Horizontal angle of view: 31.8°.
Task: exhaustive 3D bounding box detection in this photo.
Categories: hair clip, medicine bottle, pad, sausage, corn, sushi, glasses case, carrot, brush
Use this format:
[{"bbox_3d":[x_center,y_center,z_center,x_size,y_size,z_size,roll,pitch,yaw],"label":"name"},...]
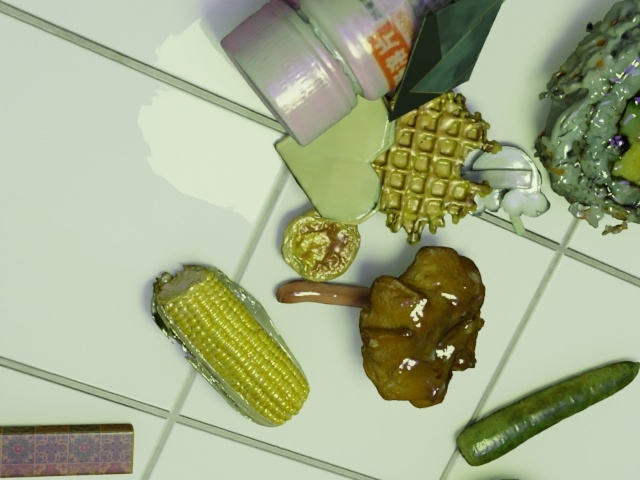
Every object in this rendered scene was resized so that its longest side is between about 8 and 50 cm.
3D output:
[{"bbox_3d":[0.286,-0.095,1.801,0.172,0.049,0.116,-1,101,-11],"label":"hair clip"},{"bbox_3d":[0.066,-0.323,1.589,0.388,0.219,0.219,-38,112,-2],"label":"medicine bottle"},{"bbox_3d":[0.181,-0.267,1.587,0.163,0.243,0.004,-30,70,-23],"label":"pad"},{"bbox_3d":[0.020,0.088,1.801,0.186,0.043,0.043,7,105,-17],"label":"sausage"},{"bbox_3d":[-0.139,0.164,1.751,0.123,0.122,0.305,-27,112,25],"label":"corn"},{"bbox_3d":[0.521,-0.194,1.773,0.417,0.176,0.417,-7,115,-16],"label":"sushi"},{"bbox_3d":[-0.405,0.328,1.761,0.218,0.049,0.075,1,100,-15],"label":"glasses case"},{"bbox_3d":[0.400,0.290,1.946,0.358,0.074,0.074,-25,111,-7],"label":"carrot"},{"bbox_3d":[0.316,-0.046,1.848,0.016,0.013,0.083,-29,109,-7],"label":"brush"}]

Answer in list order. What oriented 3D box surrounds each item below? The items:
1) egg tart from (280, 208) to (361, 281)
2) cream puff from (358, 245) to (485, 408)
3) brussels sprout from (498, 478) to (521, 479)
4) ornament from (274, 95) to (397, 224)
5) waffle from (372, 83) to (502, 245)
[{"bbox_3d":[0.000,0.000,1.761,0.130,0.052,0.130,-4,109,-12],"label":"egg tart"},{"bbox_3d":[0.158,0.143,1.776,0.241,0.155,0.269,-20,118,-34],"label":"cream puff"},{"bbox_3d":[0.316,0.543,1.928,0.259,0.227,0.294,-54,136,-2],"label":"brussels sprout"},{"bbox_3d":[0.016,-0.132,1.701,0.180,0.059,0.201,11,90,14],"label":"ornament"},{"bbox_3d":[0.158,-0.128,1.733,0.228,0.051,0.231,-36,92,4],"label":"waffle"}]
